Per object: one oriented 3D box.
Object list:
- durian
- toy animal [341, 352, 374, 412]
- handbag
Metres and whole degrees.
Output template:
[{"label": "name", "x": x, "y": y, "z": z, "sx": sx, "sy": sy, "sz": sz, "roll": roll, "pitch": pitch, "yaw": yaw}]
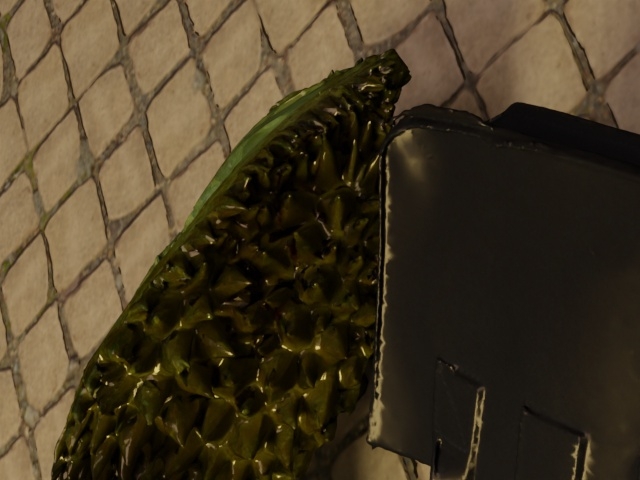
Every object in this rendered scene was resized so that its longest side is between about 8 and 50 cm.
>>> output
[{"label": "durian", "x": -0.045, "y": 0.045, "z": 1.284, "sx": 0.394, "sy": 0.163, "sz": 0.198, "roll": -60, "pitch": 7, "yaw": 9}, {"label": "toy animal", "x": 0.000, "y": 0.000, "z": 1.368, "sx": 0.148, "sy": 0.084, "sz": 0.232, "roll": -34, "pitch": 57, "yaw": 42}, {"label": "handbag", "x": 0.167, "y": 0.077, "z": 1.063, "sx": 0.326, "sy": 0.118, "sz": 0.269, "roll": 24, "pitch": 115, "yaw": 48}]
